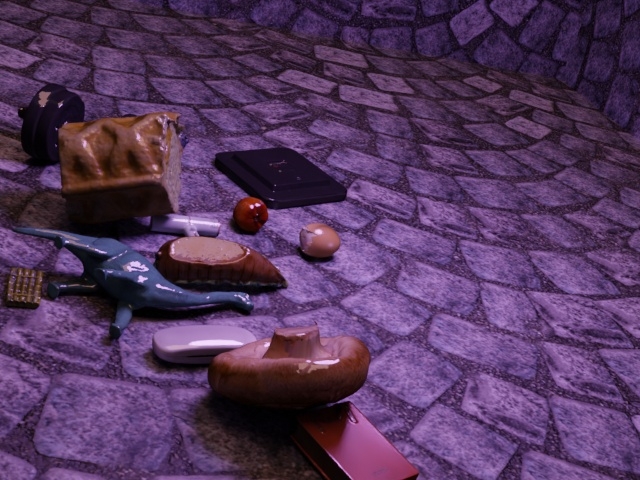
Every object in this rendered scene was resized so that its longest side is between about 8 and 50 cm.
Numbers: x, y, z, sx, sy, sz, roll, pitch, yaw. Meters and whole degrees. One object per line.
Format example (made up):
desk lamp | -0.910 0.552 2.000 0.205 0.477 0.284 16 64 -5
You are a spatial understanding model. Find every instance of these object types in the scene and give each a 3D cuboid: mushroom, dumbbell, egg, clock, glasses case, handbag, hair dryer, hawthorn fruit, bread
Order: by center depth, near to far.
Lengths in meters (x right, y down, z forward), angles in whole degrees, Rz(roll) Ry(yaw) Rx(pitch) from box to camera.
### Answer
handbag | 0.052 0.348 1.572 0.127 0.063 0.190 -8 37 -40
mushroom | -0.048 0.218 1.632 0.278 0.146 0.278 -3 5 0
glasses case | -0.209 0.188 1.746 0.197 0.049 0.076 1 28 -28
bread | -0.422 -0.152 2.046 0.252 0.238 0.196 1 -2 0
hair dryer | -0.286 0.003 2.081 0.155 0.044 0.183 4 31 -18
egg | 0.000 0.000 2.196 0.096 0.080 0.080 -1 31 -26
hawthorn fruit | -0.169 -0.064 2.234 0.081 0.081 0.093 -4 24 -35
dumbbell | -0.534 -0.239 2.251 0.388 0.185 0.185 20 27 9
clock | -0.103 -0.175 2.516 0.279 0.049 0.273 -10 37 -41

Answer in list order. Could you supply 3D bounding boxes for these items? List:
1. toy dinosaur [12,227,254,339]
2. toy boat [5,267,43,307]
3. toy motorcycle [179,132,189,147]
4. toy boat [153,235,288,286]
toy dinosaur | -0.356 0.056 1.883 0.383 0.129 0.331 37 26 25
toy boat | -0.552 0.088 1.791 0.063 0.016 0.115 8 27 -17
toy motorcycle | -0.423 -0.267 2.503 0.193 0.061 0.124 9 19 -31
toy boat | -0.196 0.048 1.980 0.293 0.099 0.108 8 54 -15
